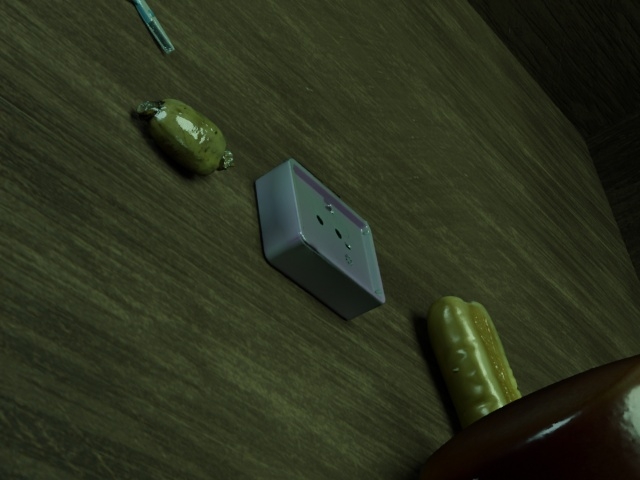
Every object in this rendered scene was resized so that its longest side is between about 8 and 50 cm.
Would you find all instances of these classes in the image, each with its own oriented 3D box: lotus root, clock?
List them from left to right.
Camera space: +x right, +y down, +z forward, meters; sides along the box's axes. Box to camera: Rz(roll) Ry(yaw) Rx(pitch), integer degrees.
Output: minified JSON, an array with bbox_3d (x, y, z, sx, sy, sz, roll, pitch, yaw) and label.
[{"bbox_3d":[-0.153,-0.120,1.419,0.152,0.063,0.072,34,25,-41],"label":"lotus root"},{"bbox_3d":[0.000,0.000,1.595,0.197,0.063,0.150,39,31,-43],"label":"clock"}]

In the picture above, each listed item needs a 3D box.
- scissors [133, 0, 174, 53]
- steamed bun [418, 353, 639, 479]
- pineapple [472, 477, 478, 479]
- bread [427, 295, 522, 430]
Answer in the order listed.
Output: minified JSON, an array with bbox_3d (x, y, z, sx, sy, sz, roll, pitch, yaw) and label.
[{"bbox_3d":[-0.222,-0.291,1.535,0.119,0.014,0.058,57,23,1],"label":"scissors"},{"bbox_3d":[0.292,0.304,1.459,0.248,0.379,0.235,-23,83,-57],"label":"steamed bun"},{"bbox_3d":[0.141,0.375,1.340,0.137,0.161,0.176,64,21,-21],"label":"pineapple"},{"bbox_3d":[0.244,0.228,1.802,0.142,0.091,0.305,13,51,-51],"label":"bread"}]
